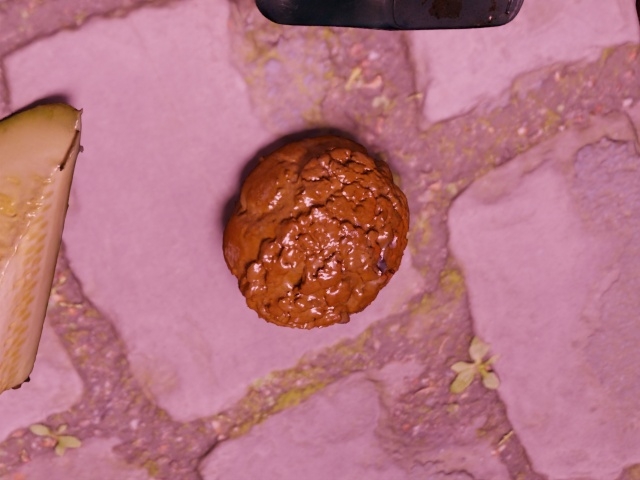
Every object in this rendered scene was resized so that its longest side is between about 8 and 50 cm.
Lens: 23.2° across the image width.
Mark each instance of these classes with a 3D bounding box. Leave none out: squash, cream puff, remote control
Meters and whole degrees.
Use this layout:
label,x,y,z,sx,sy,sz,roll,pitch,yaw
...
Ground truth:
label,x,y,z,sx,sy,sz,roll,pitch,yaw
squash,-0.265,0.021,1.125,0.169,0.093,0.252,-45,157,-56
cream puff,0.000,0.000,1.230,0.150,0.115,0.165,-11,128,-23
remote control,0.056,-0.190,1.160,0.222,0.042,0.072,-1,123,-25

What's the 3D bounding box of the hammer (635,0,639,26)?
label,x,y,z,sx,sy,sz,roll,pitch,yaw
hammer,0.455,-0.208,1.309,0.408,0.095,0.242,-15,130,-12
